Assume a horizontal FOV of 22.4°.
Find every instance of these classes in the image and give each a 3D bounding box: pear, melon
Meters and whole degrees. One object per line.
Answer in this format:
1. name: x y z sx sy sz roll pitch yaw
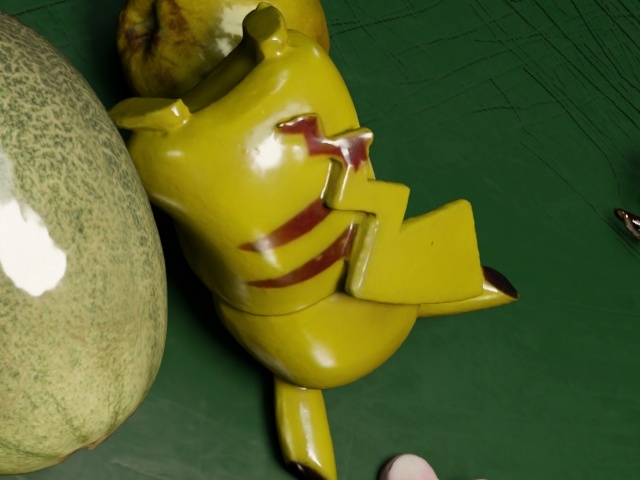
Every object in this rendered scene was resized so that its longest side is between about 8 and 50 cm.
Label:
1. pear: -0.072 -0.149 1.229 0.162 0.149 0.148 5 67 -30
2. melon: -0.233 -0.007 1.029 0.249 0.248 0.329 -36 96 -33

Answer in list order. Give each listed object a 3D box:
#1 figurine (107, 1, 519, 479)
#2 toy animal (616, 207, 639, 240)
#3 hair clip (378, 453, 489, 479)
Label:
1. figurine: -0.003 -0.005 1.153 0.218 0.169 0.326 -36 132 -11
2. toy animal: 0.396 -0.035 1.473 0.260 0.087 0.243 31 45 -10
3. hair clip: 0.131 0.270 1.206 0.257 0.075 0.146 45 61 2
